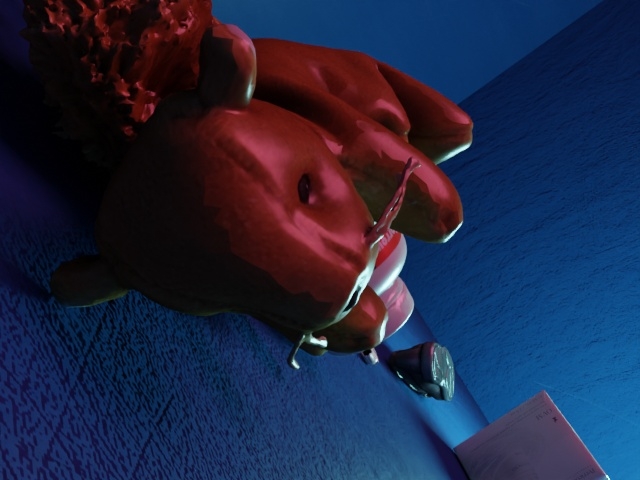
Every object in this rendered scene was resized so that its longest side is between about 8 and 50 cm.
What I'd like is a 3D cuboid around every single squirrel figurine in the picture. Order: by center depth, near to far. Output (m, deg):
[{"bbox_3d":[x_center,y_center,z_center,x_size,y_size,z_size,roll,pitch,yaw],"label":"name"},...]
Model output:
[{"bbox_3d":[-0.088,-0.069,0.579,0.397,0.281,0.370,41,16,3],"label":"squirrel figurine"}]

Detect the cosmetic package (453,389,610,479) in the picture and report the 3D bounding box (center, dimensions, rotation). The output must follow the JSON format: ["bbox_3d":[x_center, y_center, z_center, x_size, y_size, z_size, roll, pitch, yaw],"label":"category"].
[{"bbox_3d":[0.422,0.461,1.492,0.138,0.224,0.225,51,7,-38],"label":"cosmetic package"}]

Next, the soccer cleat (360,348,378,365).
[{"bbox_3d":[0.075,0.176,1.294,0.036,0.029,0.083,55,9,-43],"label":"soccer cleat"}]

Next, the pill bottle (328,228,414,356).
[{"bbox_3d":[-0.019,-0.029,0.890,0.323,0.181,0.181,58,5,-16],"label":"pill bottle"}]

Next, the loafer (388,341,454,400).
[{"bbox_3d":[0.220,0.272,1.603,0.302,0.095,0.109,49,42,-63],"label":"loafer"}]
